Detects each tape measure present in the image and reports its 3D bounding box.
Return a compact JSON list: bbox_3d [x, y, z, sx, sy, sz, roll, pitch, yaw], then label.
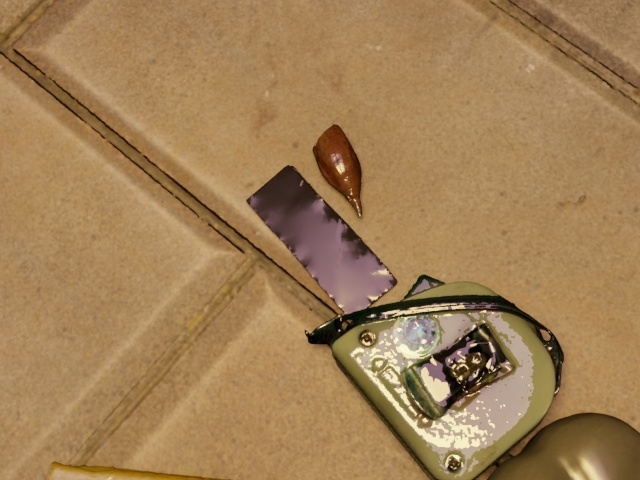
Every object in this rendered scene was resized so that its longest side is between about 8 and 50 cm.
[{"bbox_3d":[0.135,0.126,1.095,0.207,0.115,0.235,-39,74,-5],"label":"tape measure"}]

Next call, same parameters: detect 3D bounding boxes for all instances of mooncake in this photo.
[{"bbox_3d":[0.284,0.311,1.020,0.275,0.135,0.275,0,70,1],"label":"mooncake"}]

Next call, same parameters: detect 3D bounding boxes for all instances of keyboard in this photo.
[{"bbox_3d":[0.000,0.000,1.194,0.074,0.015,0.196,-41,75,-4],"label":"keyboard"}]

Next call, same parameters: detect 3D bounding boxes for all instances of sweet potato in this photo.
[{"bbox_3d":[0.026,-0.079,1.197,0.049,0.049,0.117,-21,73,-3],"label":"sweet potato"}]

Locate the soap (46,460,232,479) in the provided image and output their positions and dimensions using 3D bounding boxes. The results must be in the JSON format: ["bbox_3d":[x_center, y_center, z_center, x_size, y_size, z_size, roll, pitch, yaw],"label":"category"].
[{"bbox_3d":[-0.141,0.344,1.061,0.315,0.091,0.199,6,75,6],"label":"soap"}]
